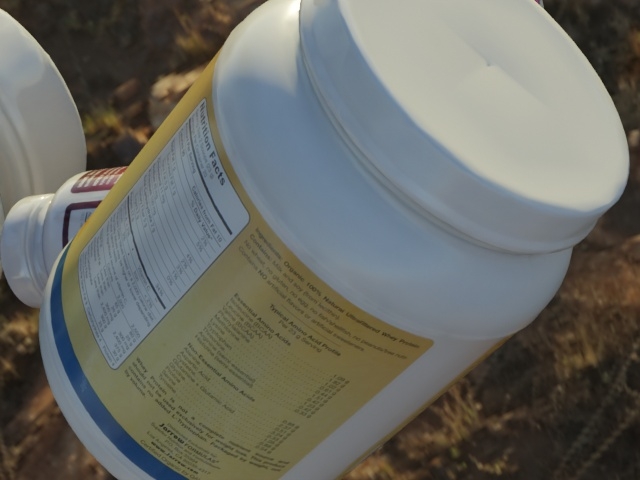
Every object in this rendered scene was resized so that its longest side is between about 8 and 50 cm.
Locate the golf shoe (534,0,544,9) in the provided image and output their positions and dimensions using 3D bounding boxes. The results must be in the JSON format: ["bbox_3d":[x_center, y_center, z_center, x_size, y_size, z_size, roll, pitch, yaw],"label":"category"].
[{"bbox_3d":[0.098,-0.115,0.798,0.067,0.086,0.186,-2,71,0],"label":"golf shoe"}]

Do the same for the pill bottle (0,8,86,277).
[{"bbox_3d":[-0.336,0.005,0.850,0.224,0.224,0.392,10,35,31],"label":"pill bottle"}]

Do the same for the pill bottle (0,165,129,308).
[{"bbox_3d":[-0.093,0.001,0.760,0.152,0.086,0.086,-4,53,26],"label":"pill bottle"}]

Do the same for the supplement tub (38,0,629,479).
[{"bbox_3d":[0.000,0.000,0.515,0.200,0.144,0.144,-46,37,37],"label":"supplement tub"}]
